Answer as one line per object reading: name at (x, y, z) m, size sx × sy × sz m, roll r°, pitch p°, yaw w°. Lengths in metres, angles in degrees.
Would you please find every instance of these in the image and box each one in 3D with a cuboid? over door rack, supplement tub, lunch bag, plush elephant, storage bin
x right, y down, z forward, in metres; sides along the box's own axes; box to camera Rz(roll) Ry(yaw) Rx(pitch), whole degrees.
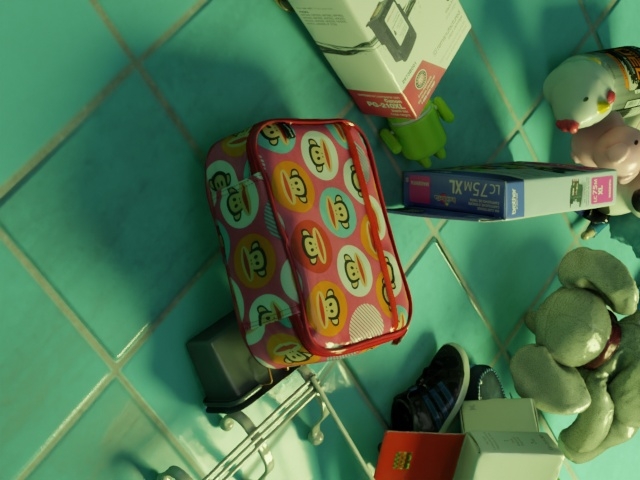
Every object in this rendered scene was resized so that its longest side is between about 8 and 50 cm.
over door rack at (-0.029, 0.344, 1.398) m, size 0.239 × 0.108 × 0.324 m, roll -40°, pitch 99°, yaw -33°
supplement tub at (0.472, -0.253, 1.819) m, size 0.190 × 0.117 × 0.117 m, roll -17°, pitch 105°, yaw -41°
lunch bag at (0.000, 0.000, 1.364) m, size 0.258 × 0.120 × 0.293 m, roll -8°, pitch 81°, yaw -51°
plush elephant at (0.413, 0.168, 1.710) m, size 0.255 × 0.330 × 0.272 m, roll 38°, pitch 80°, yaw 1°
storage bin at (-0.091, 0.136, 1.358) m, size 0.135 × 0.098 × 0.091 m, roll -35°, pitch 106°, yaw -35°

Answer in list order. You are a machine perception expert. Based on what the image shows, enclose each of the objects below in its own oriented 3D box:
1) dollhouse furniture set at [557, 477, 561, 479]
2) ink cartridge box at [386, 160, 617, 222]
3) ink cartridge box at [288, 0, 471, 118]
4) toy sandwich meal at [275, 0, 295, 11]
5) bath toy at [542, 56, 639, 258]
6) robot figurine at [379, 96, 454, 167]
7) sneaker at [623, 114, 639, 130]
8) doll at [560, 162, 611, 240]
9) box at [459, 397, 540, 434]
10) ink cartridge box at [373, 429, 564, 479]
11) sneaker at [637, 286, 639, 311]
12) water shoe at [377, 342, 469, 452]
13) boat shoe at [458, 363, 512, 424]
dollhouse furniture set at (0.336, 0.449, 1.796) m, size 0.076 × 0.059 × 0.151 m, roll 48°, pitch 62°, yaw -34°
ink cartridge box at (0.254, -0.072, 1.586) m, size 0.311 × 0.186 × 0.065 m, roll -11°, pitch 104°, yaw -41°
ink cartridge box at (0.078, -0.298, 1.440) m, size 0.172 × 0.100 × 0.237 m, roll -60°, pitch 137°, yaw -21°
toy sandwich meal at (-0.029, -0.328, 1.408) m, size 0.086 × 0.029 × 0.085 m, roll -5°, pitch 97°, yaw -42°
bath toy at (0.449, -0.121, 1.714) m, size 0.348 × 0.151 × 0.129 m, roll 53°, pitch 42°, yaw -33°
robot figurine at (0.132, -0.157, 1.546) m, size 0.101 × 0.067 × 0.115 m, roll -29°, pitch 118°, yaw -4°
sneaker at (0.586, -0.119, 1.938) m, size 0.103 × 0.111 × 0.252 m, roll -42°, pitch 120°, yaw -32°
doll at (0.449, -0.063, 1.861) m, size 0.189 × 0.046 × 0.129 m, roll 20°, pitch 76°, yaw -44°
box at (0.262, 0.367, 1.631) m, size 0.094 × 0.113 × 0.275 m, roll -84°, pitch 168°, yaw -63°
ink cartridge box at (0.179, 0.384, 1.521) m, size 0.239 × 0.060 × 0.275 m, roll 4°, pitch 114°, yaw -18°
sneaker at (0.642, 0.082, 2.023) m, size 0.126 × 0.091 × 0.240 m, roll 37°, pitch 70°, yaw -38°
water shoe at (0.149, 0.230, 1.595) m, size 0.080 × 0.073 × 0.203 m, roll 34°, pitch 69°, yaw -34°
boat shoe at (0.284, 0.303, 1.713) m, size 0.109 × 0.089 × 0.258 m, roll -36°, pitch 117°, yaw -35°
